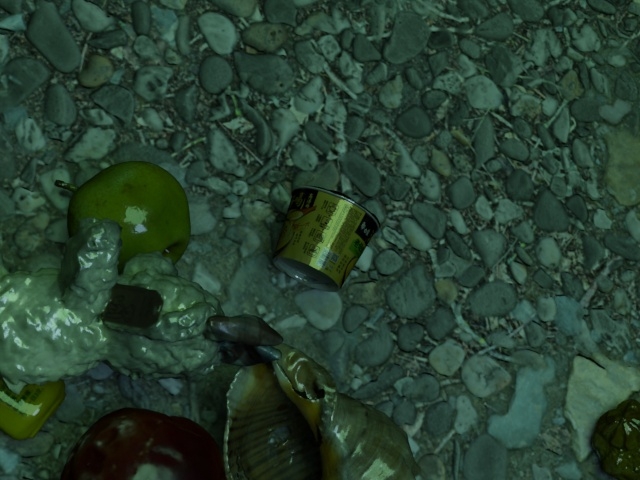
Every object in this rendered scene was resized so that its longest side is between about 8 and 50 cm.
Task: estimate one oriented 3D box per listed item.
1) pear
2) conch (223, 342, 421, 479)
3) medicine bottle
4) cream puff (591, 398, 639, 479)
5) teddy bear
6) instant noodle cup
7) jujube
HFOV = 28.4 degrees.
[{"bbox_3d":[-0.292,-0.039,1.833,0.216,0.166,0.180,33,70,26],"label":"pear"},{"bbox_3d":[-0.019,0.308,1.785,0.263,0.186,0.324,-32,77,-27],"label":"conch"},{"bbox_3d":[-0.489,0.148,1.718,0.309,0.076,0.111,38,47,-5],"label":"medicine bottle"},{"bbox_3d":[0.513,0.319,2.031,0.146,0.116,0.146,7,66,-16],"label":"cream puff"},{"bbox_3d":[-0.285,0.045,1.688,0.362,0.327,0.375,-19,67,-16],"label":"teddy bear"},{"bbox_3d":[0.000,0.000,1.934,0.151,0.151,0.122,30,71,-9],"label":"instant noodle cup"},{"bbox_3d":[-0.246,0.380,1.667,0.223,0.223,0.318,18,73,-15],"label":"jujube"}]
